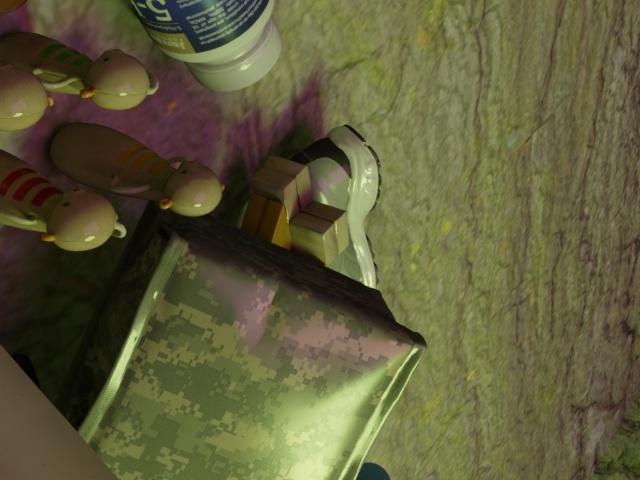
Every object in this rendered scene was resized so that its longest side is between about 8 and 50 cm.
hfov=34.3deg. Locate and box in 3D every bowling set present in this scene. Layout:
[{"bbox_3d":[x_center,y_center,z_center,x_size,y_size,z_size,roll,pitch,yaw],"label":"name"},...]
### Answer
[{"bbox_3d":[-0.194,-0.090,0.680,0.287,0.154,0.200,-29,132,-50],"label":"bowling set"}]

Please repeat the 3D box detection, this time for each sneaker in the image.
[{"bbox_3d":[0.000,0.000,1.147,0.108,0.100,0.272,-23,134,-22],"label":"sneaker"}]

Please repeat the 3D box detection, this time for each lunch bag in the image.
[{"bbox_3d":[-0.088,0.143,0.859,0.235,0.169,0.287,24,99,-21],"label":"lunch bag"}]

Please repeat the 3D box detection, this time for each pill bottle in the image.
[{"bbox_3d":[-0.099,-0.207,0.815,0.112,0.112,0.187,-59,148,-20],"label":"pill bottle"}]

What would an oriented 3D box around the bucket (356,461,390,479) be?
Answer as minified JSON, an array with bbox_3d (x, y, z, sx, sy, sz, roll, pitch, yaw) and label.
[{"bbox_3d":[0.033,0.361,1.234,0.183,0.281,0.281,-63,150,-5],"label":"bucket"}]

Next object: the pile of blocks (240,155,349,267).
[{"bbox_3d":[-0.058,0.105,1.001,0.149,0.112,0.362,1,105,-59],"label":"pile of blocks"}]

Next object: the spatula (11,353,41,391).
[{"bbox_3d":[-0.243,0.224,0.912,0.084,0.030,0.297,-39,138,-49],"label":"spatula"}]

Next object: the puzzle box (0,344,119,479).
[{"bbox_3d":[-0.255,0.176,0.550,0.052,0.272,0.409,-45,172,19],"label":"puzzle box"}]
